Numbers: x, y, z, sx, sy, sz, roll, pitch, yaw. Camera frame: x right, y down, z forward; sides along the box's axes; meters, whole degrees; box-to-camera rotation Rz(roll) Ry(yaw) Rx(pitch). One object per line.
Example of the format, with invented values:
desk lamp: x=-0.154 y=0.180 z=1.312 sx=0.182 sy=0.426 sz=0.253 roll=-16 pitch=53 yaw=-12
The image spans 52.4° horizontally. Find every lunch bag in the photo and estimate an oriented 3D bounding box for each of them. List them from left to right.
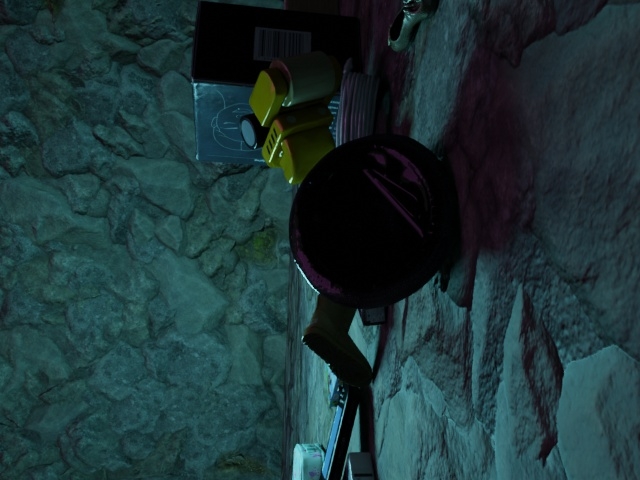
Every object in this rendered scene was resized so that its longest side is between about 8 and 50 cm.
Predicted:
lunch bag: x=-0.036 y=0.819 z=2.253 sx=0.279 sy=0.108 sz=0.224 roll=141 pitch=134 yaw=-78

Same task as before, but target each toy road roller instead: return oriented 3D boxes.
toy road roller: x=-0.049 y=-0.299 z=1.683 sx=0.240 sy=0.202 sz=0.329 roll=59 pitch=150 yaw=16

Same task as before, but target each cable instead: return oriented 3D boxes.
cable: x=0.089 y=-0.280 z=1.597 sx=0.257 sy=0.089 sz=0.257 roll=92 pitch=-176 yaw=-50

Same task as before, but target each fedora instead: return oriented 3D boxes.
fedora: x=0.107 y=-0.020 z=1.149 sx=0.152 sy=0.334 sz=0.334 roll=40 pitch=-138 yaw=-54

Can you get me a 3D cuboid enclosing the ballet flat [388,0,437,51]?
ballet flat: x=0.167 y=-0.437 z=1.284 sx=0.250 sy=0.058 sz=0.084 roll=-175 pitch=87 yaw=-82

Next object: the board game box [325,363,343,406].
board game box: x=0.050 y=0.386 z=1.994 sx=0.211 sy=0.039 sz=0.160 roll=101 pitch=168 yaw=-45

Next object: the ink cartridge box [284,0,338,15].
ink cartridge box: x=-0.034 y=-0.816 z=2.328 sx=0.088 sy=0.193 sz=0.234 roll=112 pitch=159 yaw=-67

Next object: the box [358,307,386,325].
box: x=0.103 y=0.053 z=1.507 sx=0.183 sy=0.056 sz=0.231 roll=-104 pitch=8 yaw=-66

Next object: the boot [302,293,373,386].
boot: x=0.072 y=0.197 z=1.636 sx=0.089 sy=0.236 sz=0.269 roll=-23 pitch=30 yaw=34

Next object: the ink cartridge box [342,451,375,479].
ink cartridge box: x=0.099 y=0.676 z=1.495 sx=0.332 sy=0.065 sz=0.165 roll=-99 pitch=15 yaw=-51

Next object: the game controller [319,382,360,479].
game controller: x=0.042 y=0.517 z=1.667 sx=0.166 sy=0.067 sz=0.319 roll=70 pitch=-147 yaw=-78

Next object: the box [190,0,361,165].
box: x=-0.150 y=-0.461 z=2.048 sx=0.472 sy=0.480 sz=0.297 roll=112 pitch=161 yaw=-66
